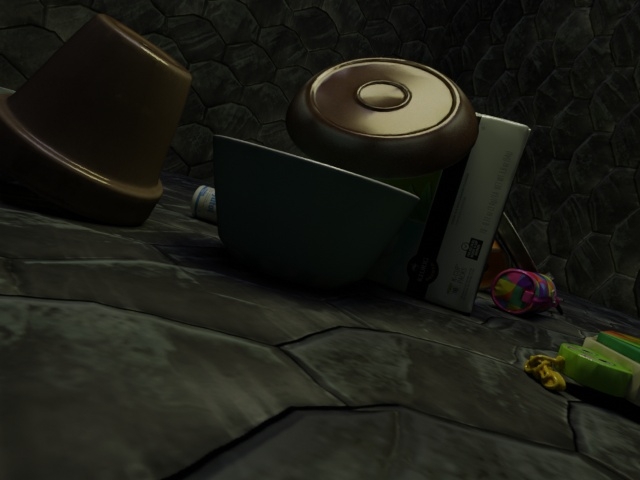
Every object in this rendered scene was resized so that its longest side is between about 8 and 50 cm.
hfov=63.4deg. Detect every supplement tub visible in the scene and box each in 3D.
[{"bbox_3d":[-0.209,-0.068,1.080,0.107,0.071,0.071,16,5,8],"label":"supplement tub"}]

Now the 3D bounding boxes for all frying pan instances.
[{"bbox_3d":[0.526,0.048,1.345,0.326,0.053,0.197,49,20,-38],"label":"frying pan"}]

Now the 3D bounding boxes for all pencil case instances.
[{"bbox_3d":[0.458,0.114,1.148,0.104,0.104,0.236,21,8,36],"label":"pencil case"}]

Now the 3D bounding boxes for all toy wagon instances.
[{"bbox_3d":[0.400,0.165,0.563,0.344,0.068,0.267,17,5,-4],"label":"toy wagon"}]

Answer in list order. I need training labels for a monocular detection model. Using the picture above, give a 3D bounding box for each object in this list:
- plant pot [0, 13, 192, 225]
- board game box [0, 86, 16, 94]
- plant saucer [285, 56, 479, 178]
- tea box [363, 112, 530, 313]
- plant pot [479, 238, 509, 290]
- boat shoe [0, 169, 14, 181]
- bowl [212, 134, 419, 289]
[{"bbox_3d":[-0.310,-0.186,0.748,0.263,0.229,0.263,35,12,-8],"label":"plant pot"},{"bbox_3d":[-0.515,-0.190,0.996,0.144,0.142,0.275,15,6,-16],"label":"board game box"},{"bbox_3d":[0.098,-0.213,0.823,0.311,0.050,0.310,-1,47,1],"label":"plant saucer"},{"bbox_3d":[0.180,-0.077,0.985,0.323,0.329,0.220,17,5,17],"label":"tea box"},{"bbox_3d":[0.394,0.031,1.380,0.205,0.205,0.188,15,21,-23],"label":"plant pot"},{"bbox_3d":[-0.580,-0.163,0.752,0.302,0.109,0.094,26,-44,-26],"label":"boat shoe"},{"bbox_3d":[-0.026,-0.032,0.766,0.311,0.163,0.311,16,5,-2],"label":"bowl"}]
